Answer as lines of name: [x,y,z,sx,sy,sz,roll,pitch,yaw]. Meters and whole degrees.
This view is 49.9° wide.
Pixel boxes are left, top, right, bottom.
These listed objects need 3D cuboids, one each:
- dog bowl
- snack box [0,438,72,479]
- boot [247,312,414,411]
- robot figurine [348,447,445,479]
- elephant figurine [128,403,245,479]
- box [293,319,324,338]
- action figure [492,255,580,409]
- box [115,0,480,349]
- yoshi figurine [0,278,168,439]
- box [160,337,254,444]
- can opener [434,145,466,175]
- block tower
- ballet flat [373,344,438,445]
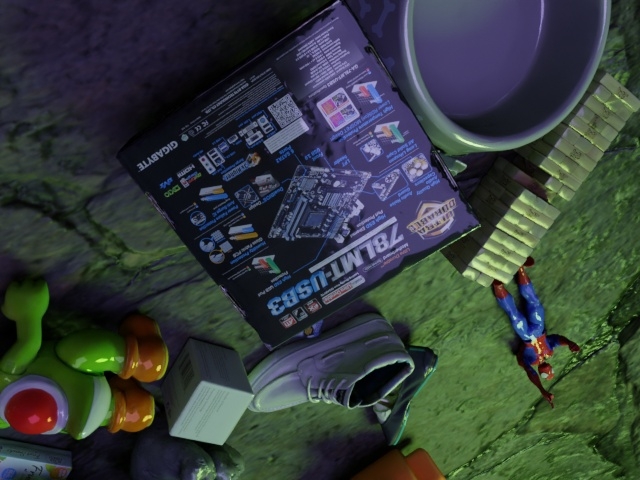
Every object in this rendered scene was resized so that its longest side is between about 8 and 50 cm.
dog bowl: [0.201,-0.266,0.824,0.349,0.102,0.348,-9,110,-24]
snack box: [-0.439,0.332,0.971,0.141,0.037,0.100,23,109,-31]
boot: [0.010,0.207,1.031,0.258,0.123,0.095,-29,124,-5]
robot figurine: [0.111,0.454,1.207,0.219,0.158,0.128,-35,102,0]
elephant figurine: [-0.236,0.385,1.000,0.169,0.186,0.239,31,94,-49]
box: [-0.034,0.080,1.002,0.094,0.027,0.136,2,117,-22]
action figure: [0.369,0.163,1.150,0.092,0.139,0.280,-31,127,-2]
box: [-0.020,-0.064,0.774,0.296,0.073,0.293,-32,111,12]
yoshi figurine: [-0.393,0.163,0.850,0.362,0.203,0.203,3,157,-39]
box: [-0.163,0.215,0.979,0.087,0.101,0.101,21,109,-30]
can opener: [0.083,-0.159,0.906,0.284,0.076,0.095,23,74,-30]
block tower: [0.311,-0.092,1.009,0.091,0.097,0.335,25,108,-31]
ballet flat: [0.127,0.253,1.145,0.074,0.074,0.203,6,121,-25]
